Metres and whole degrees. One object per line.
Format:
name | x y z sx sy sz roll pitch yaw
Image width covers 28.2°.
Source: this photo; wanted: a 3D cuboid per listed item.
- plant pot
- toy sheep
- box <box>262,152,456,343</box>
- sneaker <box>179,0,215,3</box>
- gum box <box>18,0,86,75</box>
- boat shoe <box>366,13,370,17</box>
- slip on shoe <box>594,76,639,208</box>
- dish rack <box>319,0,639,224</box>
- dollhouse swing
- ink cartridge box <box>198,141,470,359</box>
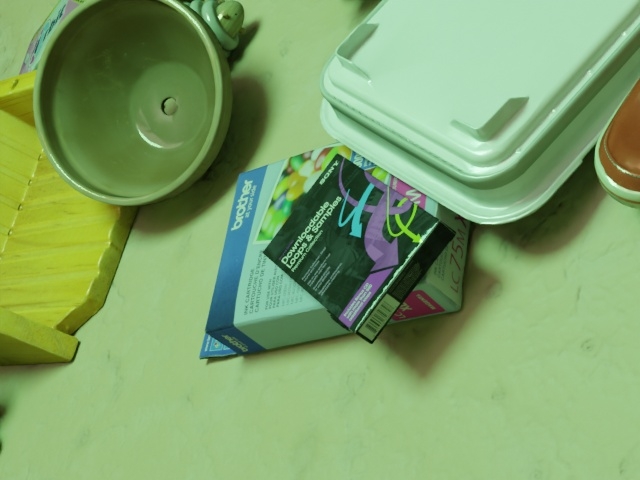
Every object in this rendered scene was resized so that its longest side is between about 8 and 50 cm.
plant pot | -0.192 -0.156 1.422 0.237 0.109 0.237 0 91 22
toy sheep | -0.145 -0.241 1.496 0.132 0.091 0.091 -29 44 21
box | 0.028 0.003 1.091 0.116 0.029 0.162 -53 39 0
sneaker | -0.199 -0.318 1.624 0.192 0.064 0.086 -8 61 45
gum box | -0.342 -0.249 1.681 0.188 0.062 0.107 -38 35 48
boat shoe | 0.070 -0.184 1.271 0.038 0.046 0.125 -43 48 5
slip on shoe | 0.321 -0.164 0.949 0.331 0.101 0.123 -48 47 8
dish rack | 0.163 -0.194 1.103 0.333 0.072 0.285 -47 45 -8
dollhouse swing | -0.424 -0.075 1.480 0.315 0.305 0.347 -7 56 42
ink cartridge box | 0.000 0.000 1.191 0.311 0.065 0.186 -17 51 39
